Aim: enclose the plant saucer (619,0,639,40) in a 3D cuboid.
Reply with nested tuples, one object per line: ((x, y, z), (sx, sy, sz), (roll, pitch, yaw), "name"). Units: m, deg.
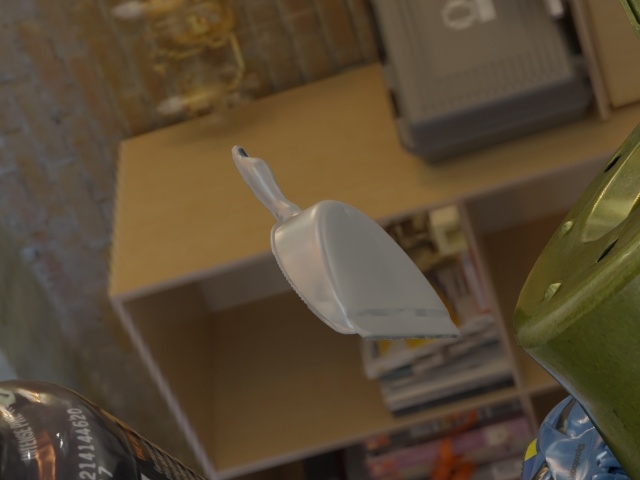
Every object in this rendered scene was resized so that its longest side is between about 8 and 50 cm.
((0.344, -0.225, 1.301), (0.188, 0.188, 0.045), (-99, 5, -49), "plant saucer")

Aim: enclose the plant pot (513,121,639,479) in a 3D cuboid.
((0.287, 0.061, 0.632), (0.353, 0.366, 0.366), (40, -169, -2), "plant pot")

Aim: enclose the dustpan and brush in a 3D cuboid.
((0.000, 0.000, 1.070), (0.147, 0.060, 0.211), (5, -130, -55), "dustpan and brush")

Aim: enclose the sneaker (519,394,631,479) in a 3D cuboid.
((0.150, 0.134, 0.793), (0.069, 0.082, 0.209), (34, -155, -3), "sneaker")

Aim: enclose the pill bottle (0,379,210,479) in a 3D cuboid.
((-0.084, 0.133, 0.521), (0.245, 0.130, 0.130), (43, -153, -39), "pill bottle")
